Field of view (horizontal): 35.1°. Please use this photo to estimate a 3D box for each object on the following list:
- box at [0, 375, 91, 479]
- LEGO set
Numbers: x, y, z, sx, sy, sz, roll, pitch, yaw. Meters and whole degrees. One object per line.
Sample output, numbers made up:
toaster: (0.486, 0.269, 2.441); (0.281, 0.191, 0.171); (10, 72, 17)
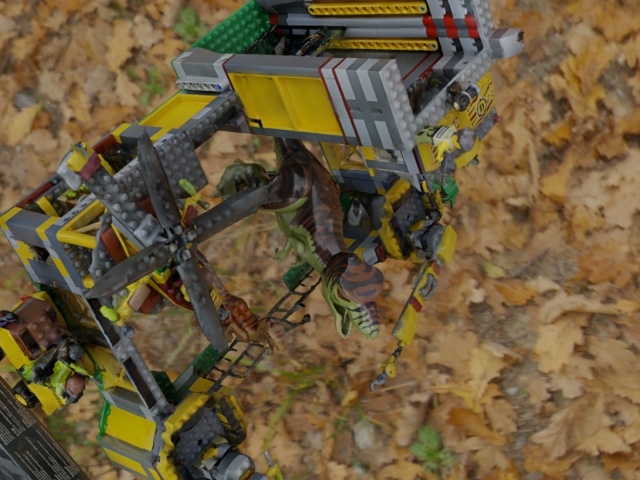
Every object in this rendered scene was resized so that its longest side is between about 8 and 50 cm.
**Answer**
box: (-0.219, 0.181, 0.616); (0.184, 0.045, 0.191); (-40, 90, 26)
LEGO set: (0.000, 0.000, 0.566); (0.192, 0.331, 0.255); (11, 127, 42)
